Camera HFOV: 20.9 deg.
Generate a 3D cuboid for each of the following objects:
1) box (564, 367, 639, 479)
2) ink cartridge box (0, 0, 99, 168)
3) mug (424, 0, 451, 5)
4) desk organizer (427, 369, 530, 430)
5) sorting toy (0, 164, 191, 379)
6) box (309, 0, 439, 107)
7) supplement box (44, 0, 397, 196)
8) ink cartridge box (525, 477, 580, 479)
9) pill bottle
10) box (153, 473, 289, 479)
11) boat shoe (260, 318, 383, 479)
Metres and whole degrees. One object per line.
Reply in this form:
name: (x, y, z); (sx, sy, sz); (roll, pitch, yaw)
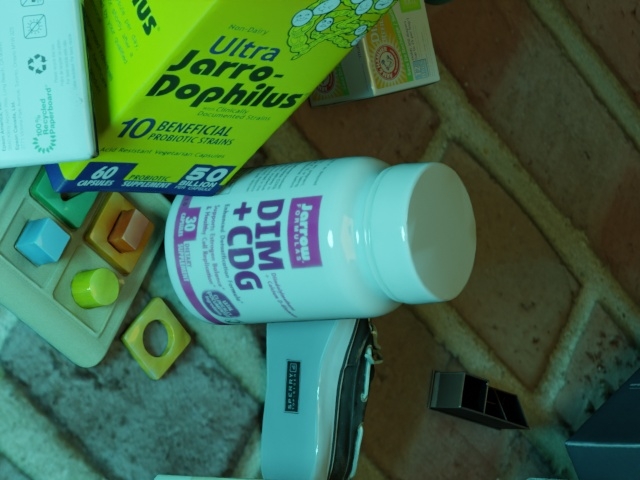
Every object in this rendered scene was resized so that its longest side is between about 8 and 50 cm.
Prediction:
box: (0.534, 0.274, 2.165); (0.395, 0.212, 0.293); (-36, 111, -39)
ink cartridge box: (-0.370, -0.214, 1.491); (0.330, 0.071, 0.324); (-5, 91, -2)
mug: (0.128, -0.353, 2.004); (0.097, 0.158, 0.129); (40, 85, -30)
desk organizer: (0.191, 0.190, 2.053); (0.130, 0.050, 0.047); (21, 73, -40)
sorting toy: (-0.231, -0.002, 1.684); (0.348, 0.047, 0.196); (44, 59, -31)
box: (0.041, -0.257, 1.917); (0.114, 0.103, 0.203); (-19, 99, -42)
supplement box: (-0.109, -0.215, 1.576); (0.194, 0.356, 0.195); (0, 57, -42)
ink cartridge box: (0.289, 0.390, 2.075); (0.128, 0.127, 0.176); (-38, 111, -38)
pill bottle: (0.000, 0.000, 1.719); (0.160, 0.283, 0.160); (10, 77, -55)
box: (-0.047, 0.311, 1.646); (0.148, 0.311, 0.121); (46, 58, -31)
boat shoe: (0.014, 0.127, 1.856); (0.105, 0.113, 0.306); (8, 83, -49)
